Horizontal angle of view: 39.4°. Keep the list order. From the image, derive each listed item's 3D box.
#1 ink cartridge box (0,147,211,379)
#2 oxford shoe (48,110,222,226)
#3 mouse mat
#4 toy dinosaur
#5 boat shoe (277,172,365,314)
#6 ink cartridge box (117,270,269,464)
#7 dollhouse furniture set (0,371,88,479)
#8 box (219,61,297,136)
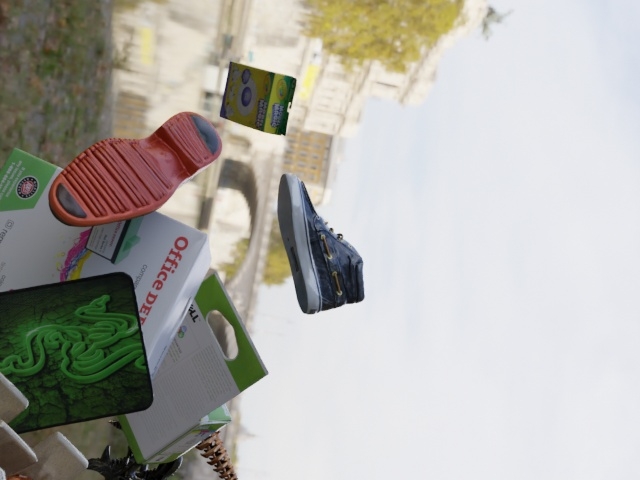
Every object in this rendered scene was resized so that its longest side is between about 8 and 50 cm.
[{"bbox_3d":[-0.306,0.036,1.151,0.117,0.278,0.201,111,3,-73],"label":"ink cartridge box"},{"bbox_3d":[-0.220,-0.066,1.040,0.098,0.097,0.271,-35,180,36],"label":"oxford shoe"},{"bbox_3d":[-0.280,0.121,0.941,0.007,0.190,0.152,-165,-115,-81],"label":"mouse mat"},{"bbox_3d":[-0.273,0.317,1.503,0.322,0.164,0.218,20,-106,53],"label":"toy dinosaur"},{"bbox_3d":[0.000,0.000,1.139,0.065,0.083,0.183,147,-67,-68],"label":"boat shoe"},{"bbox_3d":[-0.195,0.197,1.365,0.188,0.255,0.097,61,16,22],"label":"ink cartridge box"},{"bbox_3d":[-0.187,0.257,0.555,0.259,0.135,0.262,60,-4,-36],"label":"dollhouse furniture set"},{"bbox_3d":[-0.107,-0.244,1.543,0.179,0.043,0.105,24,-74,49],"label":"box"}]
